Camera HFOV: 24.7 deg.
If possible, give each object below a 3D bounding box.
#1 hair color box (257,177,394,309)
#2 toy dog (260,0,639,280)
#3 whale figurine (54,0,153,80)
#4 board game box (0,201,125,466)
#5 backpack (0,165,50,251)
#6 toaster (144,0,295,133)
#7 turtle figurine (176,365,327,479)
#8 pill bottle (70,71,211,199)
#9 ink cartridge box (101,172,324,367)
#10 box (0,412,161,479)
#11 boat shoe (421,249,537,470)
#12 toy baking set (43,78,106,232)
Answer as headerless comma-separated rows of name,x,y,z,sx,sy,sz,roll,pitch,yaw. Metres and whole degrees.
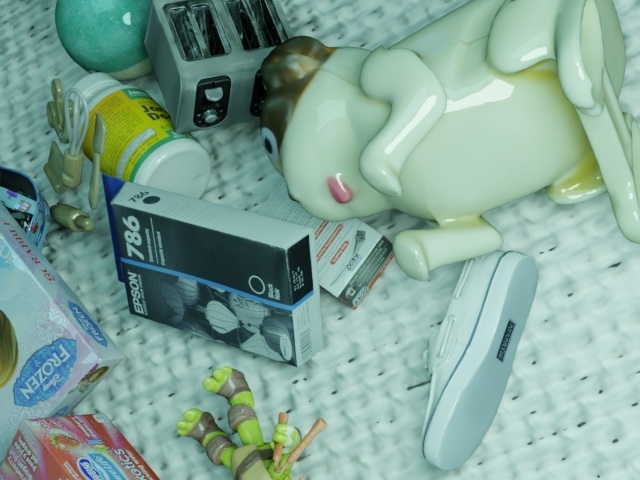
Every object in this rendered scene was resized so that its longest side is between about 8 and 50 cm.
hair color box,0.000,0.000,1.758,0.167,0.053,0.093,35,87,35
toy dog,0.125,-0.152,1.614,0.408,0.284,0.395,-13,52,20
whale figurine,-0.259,-0.355,1.988,0.216,0.141,0.272,15,74,32
board game box,-0.457,0.136,1.860,0.318,0.066,0.318,-46,75,15
backpack,-0.432,-0.022,1.960,0.173,0.117,0.158,12,76,32
toaster,-0.124,-0.242,1.850,0.168,0.110,0.185,-11,62,-19
turtle figurine,-0.071,0.247,1.665,0.217,0.087,0.269,54,132,38
pill bottle,-0.244,-0.130,1.903,0.117,0.117,0.208,-49,56,3
ink cartridge box,-0.150,0.032,1.765,0.333,0.165,0.065,14,35,33
box,-0.256,0.327,1.700,0.257,0.128,0.122,43,114,33
boat shoe,0.158,0.128,1.608,0.084,0.095,0.258,12,66,36
toy baking set,-0.326,-0.105,1.889,0.256,0.030,0.196,25,121,61
